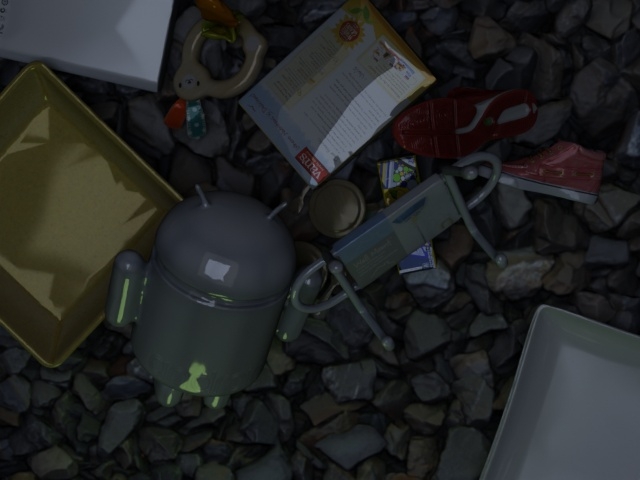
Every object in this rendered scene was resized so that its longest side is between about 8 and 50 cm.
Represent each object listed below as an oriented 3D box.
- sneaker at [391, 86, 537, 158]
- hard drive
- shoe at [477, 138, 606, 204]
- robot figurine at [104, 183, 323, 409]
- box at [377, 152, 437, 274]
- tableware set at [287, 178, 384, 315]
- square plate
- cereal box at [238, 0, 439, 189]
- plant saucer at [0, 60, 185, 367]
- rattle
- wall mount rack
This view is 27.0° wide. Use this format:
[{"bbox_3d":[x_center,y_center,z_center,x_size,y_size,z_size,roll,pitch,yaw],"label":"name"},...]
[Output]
[{"bbox_3d":[0.180,-0.166,1.860,0.221,0.128,0.087,-8,101,-23],"label":"sneaker"},{"bbox_3d":[-0.381,-0.367,1.938,0.353,0.047,0.233,13,99,4],"label":"hard drive"},{"bbox_3d":[0.317,-0.109,1.902,0.178,0.063,0.081,13,98,-1],"label":"shoe"},{"bbox_3d":[-0.149,0.077,1.874,0.300,0.200,0.353,3,126,-21],"label":"robot figurine"},{"bbox_3d":[0.126,-0.039,1.933,0.059,0.054,0.169,-11,97,7],"label":"box"},{"bbox_3d":[0.000,0.000,1.962,0.128,0.039,0.194,34,95,12],"label":"tableware set"},{"bbox_3d":[0.431,0.298,1.958,0.347,0.049,0.344,17,100,3],"label":"square plate"},{"bbox_3d":[0.025,-0.213,1.911,0.240,0.047,0.173,-41,84,11],"label":"cereal box"},{"bbox_3d":[-0.398,-0.039,1.973,0.333,0.081,0.333,44,100,-1],"label":"plant saucer"},{"bbox_3d":[-0.173,-0.239,1.889,0.130,0.143,0.200,44,99,-1],"label":"rattle"},{"bbox_3d":[0.117,0.002,1.768,0.350,0.304,0.130,-36,57,-1],"label":"wall mount rack"}]
